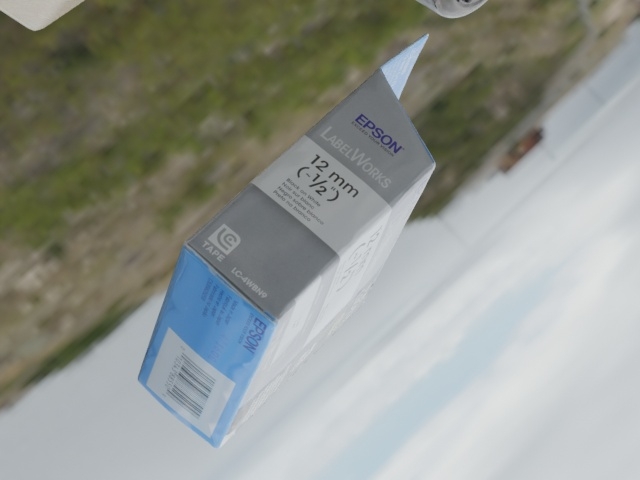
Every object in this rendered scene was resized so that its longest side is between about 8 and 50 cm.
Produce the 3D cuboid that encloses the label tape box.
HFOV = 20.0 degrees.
[{"bbox_3d":[0.000,0.000,1.664,0.348,0.115,0.249,-42,166,-33],"label":"label tape box"}]

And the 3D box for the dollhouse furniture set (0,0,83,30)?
[{"bbox_3d":[-0.240,-0.218,0.878,0.198,0.301,0.151,-34,165,6],"label":"dollhouse furniture set"}]

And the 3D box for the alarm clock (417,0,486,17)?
[{"bbox_3d":[0.123,-0.268,1.644,0.192,0.064,0.129,4,118,-57],"label":"alarm clock"}]
